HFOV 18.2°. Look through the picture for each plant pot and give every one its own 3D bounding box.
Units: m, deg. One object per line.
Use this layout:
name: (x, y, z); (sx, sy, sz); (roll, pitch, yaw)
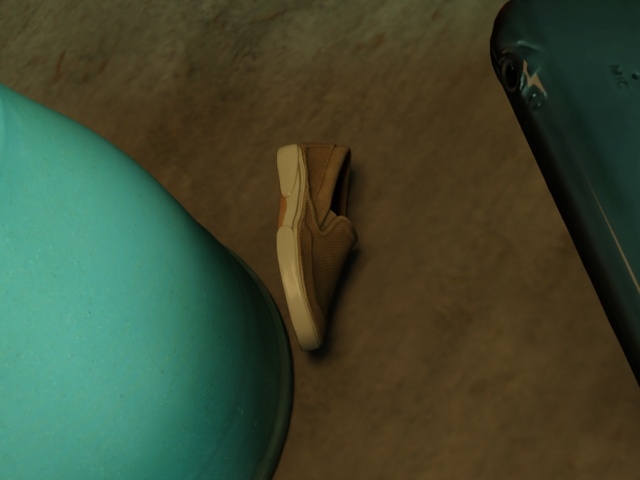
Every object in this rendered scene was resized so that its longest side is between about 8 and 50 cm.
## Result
plant pot: (-0.185, 0.037, 1.035); (0.271, 0.255, 0.272); (-13, 52, 17)

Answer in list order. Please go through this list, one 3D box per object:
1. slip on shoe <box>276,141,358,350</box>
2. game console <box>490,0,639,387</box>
slip on shoe: (0.000, 0.000, 1.111); (0.041, 0.051, 0.135); (-8, 47, 6)
game console: (0.282, 0.032, 0.810); (0.342, 0.060, 0.386); (-5, 54, -23)
